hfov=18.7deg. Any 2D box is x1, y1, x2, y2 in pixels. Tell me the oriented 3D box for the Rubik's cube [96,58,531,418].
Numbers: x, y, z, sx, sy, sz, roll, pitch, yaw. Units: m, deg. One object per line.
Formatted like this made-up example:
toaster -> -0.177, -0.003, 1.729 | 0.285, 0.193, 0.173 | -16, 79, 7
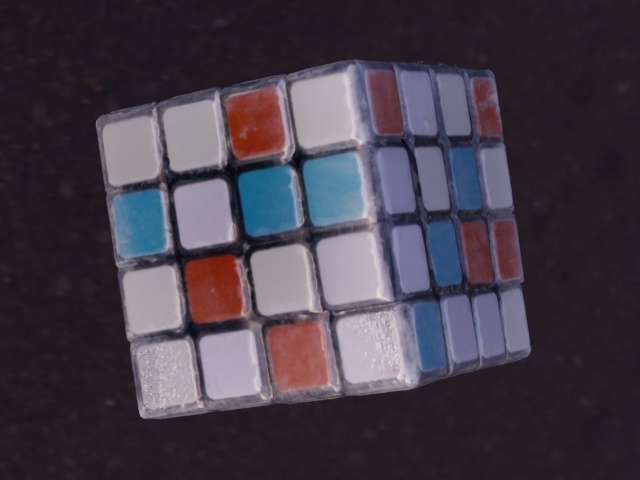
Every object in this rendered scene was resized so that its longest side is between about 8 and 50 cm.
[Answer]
Rubik's cube -> 0.001, -0.001, 1.588 | 0.259, 0.256, 0.253 | -2, 84, -61
